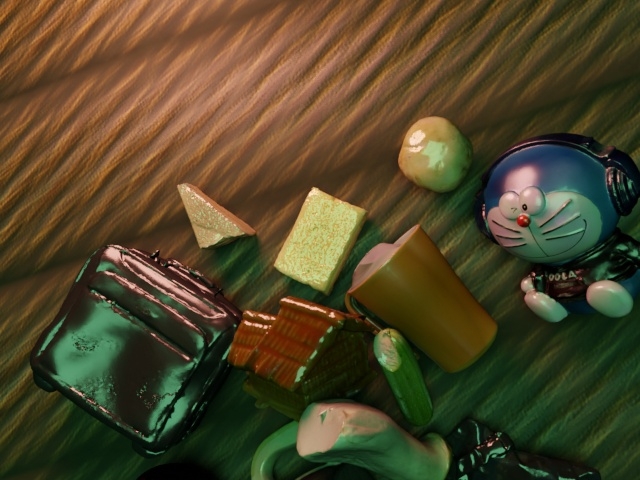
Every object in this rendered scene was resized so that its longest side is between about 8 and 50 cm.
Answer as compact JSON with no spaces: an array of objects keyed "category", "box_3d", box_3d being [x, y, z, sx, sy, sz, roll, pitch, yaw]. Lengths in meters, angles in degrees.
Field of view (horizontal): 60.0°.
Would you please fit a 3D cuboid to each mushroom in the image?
[{"category":"mushroom","box_3d":[0.220,-0.162,1.056,0.148,0.112,0.147,0,89,7]},{"category":"mushroom","box_3d":[0.106,0.357,0.951,0.329,0.159,0.122,29,86,-31]}]

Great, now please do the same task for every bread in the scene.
[{"category":"bread","box_3d":[-0.211,-0.061,1.126,0.105,0.077,0.152,-22,87,10]},{"category":"bread","box_3d":[-0.001,0.001,1.099,0.126,0.068,0.188,26,91,9]}]

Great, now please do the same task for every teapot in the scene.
[{"category":"teapot","box_3d":[-0.025,0.504,0.992,0.239,0.239,0.321,-22,89,20]}]

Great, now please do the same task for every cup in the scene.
[{"category":"cup","box_3d":[0.175,0.120,1.032,0.264,0.182,0.226,46,126,2]}]

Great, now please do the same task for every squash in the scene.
[{"category":"squash","box_3d":[0.154,0.253,1.014,0.069,0.069,0.238,-20,117,6]}]

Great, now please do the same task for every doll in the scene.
[{"category":"doll","box_3d":[0.419,-0.035,0.966,0.240,0.284,0.310,-40,98,-40]}]

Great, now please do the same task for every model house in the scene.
[{"category":"model house","box_3d":[-0.033,0.189,0.999,0.199,0.220,0.229,25,133,37]}]

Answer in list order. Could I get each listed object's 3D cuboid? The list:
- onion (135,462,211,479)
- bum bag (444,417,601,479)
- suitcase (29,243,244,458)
[{"category":"onion","box_3d":[-0.266,0.555,1.032,0.281,0.221,0.280,5,67,-13]},{"category":"bum bag","box_3d":[0.368,0.432,1.015,0.310,0.074,0.137,19,101,14]},{"category":"suitcase","box_3d":[-0.340,0.198,1.089,0.345,0.188,0.339,30,85,10]}]
